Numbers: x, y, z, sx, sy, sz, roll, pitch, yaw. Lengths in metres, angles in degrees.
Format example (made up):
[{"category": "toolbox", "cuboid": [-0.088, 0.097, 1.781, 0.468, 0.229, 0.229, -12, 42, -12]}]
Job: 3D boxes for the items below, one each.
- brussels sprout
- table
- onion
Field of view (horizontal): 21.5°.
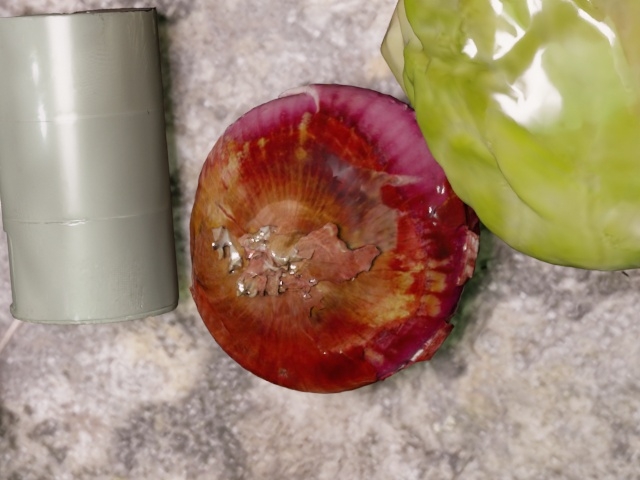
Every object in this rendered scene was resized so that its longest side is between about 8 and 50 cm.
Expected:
[{"category": "brussels sprout", "cuboid": [0.204, -0.122, 1.125, 0.328, 0.247, 0.328, 0, 87, -7]}, {"category": "table", "cuboid": [-0.173, -0.056, 1.227, 0.126, 0.126, 0.220, -2, 99, 6]}, {"category": "onion", "cuboid": [0.000, 0.000, 1.200, 0.230, 0.163, 0.230, 0, 89, 15]}]
